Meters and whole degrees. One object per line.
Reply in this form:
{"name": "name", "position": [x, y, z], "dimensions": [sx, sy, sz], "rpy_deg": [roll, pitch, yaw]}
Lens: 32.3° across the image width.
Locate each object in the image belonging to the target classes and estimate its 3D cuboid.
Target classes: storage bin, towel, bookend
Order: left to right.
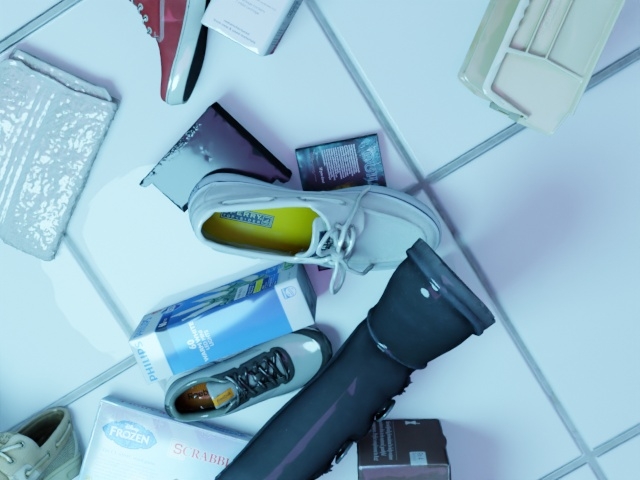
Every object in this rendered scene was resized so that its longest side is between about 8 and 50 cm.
{"name": "towel", "position": [-0.428, -0.124, 1.628], "dimensions": [0.187, 0.049, 0.282], "rpy_deg": [24, 101, -2]}
{"name": "bookend", "position": [-0.151, -0.092, 1.612], "dimensions": [0.157, 0.072, 0.156], "rpy_deg": [42, 100, -7]}
{"name": "storage bin", "position": [0.293, -0.288, 1.465], "dimensions": [0.123, 0.262, 0.260], "rpy_deg": [23, 101, -5]}

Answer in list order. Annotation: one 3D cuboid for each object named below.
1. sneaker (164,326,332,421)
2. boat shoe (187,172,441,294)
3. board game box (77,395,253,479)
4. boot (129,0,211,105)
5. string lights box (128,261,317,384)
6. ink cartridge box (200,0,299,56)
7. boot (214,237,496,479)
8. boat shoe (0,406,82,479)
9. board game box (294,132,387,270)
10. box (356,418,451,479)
{"name": "sneaker", "position": [-0.108, 0.210, 1.652], "dimensions": [0.271, 0.108, 0.100], "rpy_deg": [-22, 98, 4]}
{"name": "boat shoe", "position": [0.000, -0.008, 1.528], "dimensions": [0.367, 0.156, 0.136], "rpy_deg": [10, 113, -12]}
{"name": "board game box", "position": [-0.223, 0.432, 1.685], "dimensions": [0.319, 0.066, 0.318], "rpy_deg": [17, 88, -2]}
{"name": "boot", "position": [-0.248, -0.320, 1.568], "dimensions": [0.176, 0.088, 0.244], "rpy_deg": [8, 93, 1]}
{"name": "string lights box", "position": [-0.139, 0.117, 1.620], "dimensions": [0.260, 0.133, 0.076], "rpy_deg": [-21, 102, 5]}
{"name": "ink cartridge box", "position": [-0.056, -0.378, 1.504], "dimensions": [0.100, 0.172, 0.237], "rpy_deg": [29, 100, -4]}
{"name": "boot", "position": [0.023, 0.210, 1.490], "dimensions": [0.445, 0.367, 0.146], "rpy_deg": [-42, 77, -1]}
{"name": "boat shoe", "position": [-0.455, 0.327, 1.572], "dimensions": [0.122, 0.341, 0.110], "rpy_deg": [-1, 98, 14]}
{"name": "board game box", "position": [0.041, -0.056, 1.636], "dimensions": [0.126, 0.026, 0.186], "rpy_deg": [-10, 100, 3]}
{"name": "box", "position": [0.124, 0.478, 1.652], "dimensions": [0.143, 0.191, 0.381], "rpy_deg": [0, 100, 2]}
